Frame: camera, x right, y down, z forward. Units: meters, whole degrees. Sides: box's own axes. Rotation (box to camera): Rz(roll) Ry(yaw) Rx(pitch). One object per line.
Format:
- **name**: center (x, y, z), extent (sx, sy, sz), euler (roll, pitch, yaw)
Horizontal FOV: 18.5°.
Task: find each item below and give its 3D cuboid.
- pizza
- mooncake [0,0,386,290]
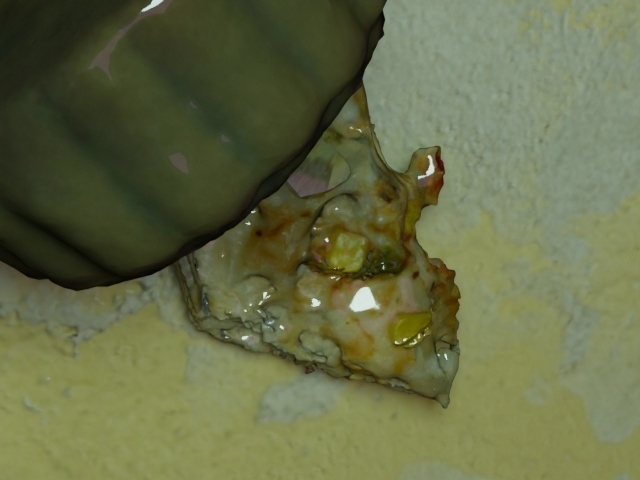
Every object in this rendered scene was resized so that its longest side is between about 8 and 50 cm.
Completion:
- **pizza**: center (0.000, 0.000, 1.248), extent (0.189, 0.071, 0.297), euler (-27, 117, -11)
- **mooncake**: center (-0.104, -0.109, 1.054), extent (0.290, 0.290, 0.161), euler (-45, 123, 0)
